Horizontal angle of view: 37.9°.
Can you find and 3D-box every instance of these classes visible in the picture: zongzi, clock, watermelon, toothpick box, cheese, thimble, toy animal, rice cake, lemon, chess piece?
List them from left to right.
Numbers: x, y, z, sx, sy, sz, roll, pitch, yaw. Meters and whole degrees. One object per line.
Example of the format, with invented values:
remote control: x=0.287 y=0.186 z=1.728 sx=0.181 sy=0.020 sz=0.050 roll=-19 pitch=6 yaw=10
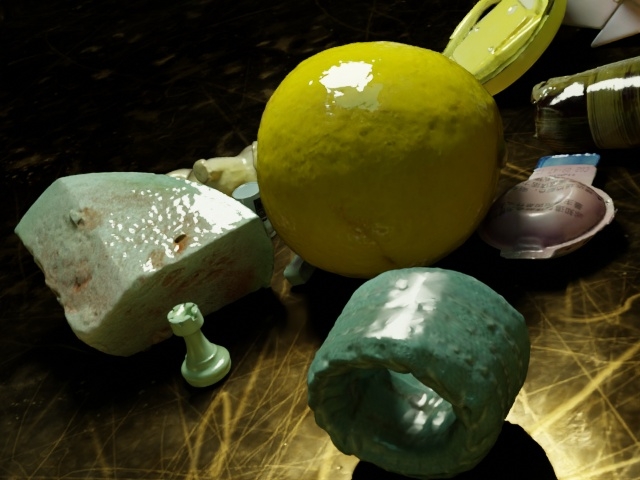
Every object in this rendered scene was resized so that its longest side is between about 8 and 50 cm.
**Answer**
watermelon: x=-0.264 y=0.051 z=1.313 sx=0.387 sy=0.228 sz=0.258 roll=2 pitch=44 yaw=16
chess piece: x=-0.162 y=0.132 z=1.211 sx=0.067 sy=0.103 sz=0.067 roll=-14 pitch=30 yaw=8
toy animal: x=-0.172 y=-0.089 z=1.577 sx=0.233 sy=0.121 sz=0.168 roll=-15 pitch=12 yaw=26
toothpick box: x=-0.104 y=-0.045 z=1.489 sx=0.052 sy=0.083 sz=0.052 roll=-14 pitch=31 yaw=9
rice cake: x=-0.001 y=0.000 z=1.412 sx=0.033 sy=0.033 sz=0.207 roll=-11 pitch=29 yaw=32
lemon: x=0.079 y=-0.108 z=1.261 sx=0.348 sy=0.348 sz=0.348 roll=-14 pitch=30 yaw=8
thimble: x=0.096 y=0.142 z=0.972 sx=0.235 sy=0.198 sz=0.143 roll=-30 pitch=17 yaw=46
clock: x=0.331 y=-0.362 z=1.705 sx=0.293 sy=0.071 sz=0.277 roll=-43 pitch=28 yaw=26
cheese: x=0.316 y=-0.053 z=1.284 sx=0.189 sy=0.074 sz=0.286 roll=-1 pitch=31 yaw=27
zongzi: x=0.494 y=-0.229 z=1.441 sx=0.286 sy=0.134 sz=0.288 roll=-2 pitch=20 yaw=34

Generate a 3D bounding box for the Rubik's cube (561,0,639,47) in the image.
Rubik's cube: x=0.589 y=-0.565 z=1.703 sx=0.387 sy=0.368 sz=0.358 roll=40 pitch=51 yaw=9
